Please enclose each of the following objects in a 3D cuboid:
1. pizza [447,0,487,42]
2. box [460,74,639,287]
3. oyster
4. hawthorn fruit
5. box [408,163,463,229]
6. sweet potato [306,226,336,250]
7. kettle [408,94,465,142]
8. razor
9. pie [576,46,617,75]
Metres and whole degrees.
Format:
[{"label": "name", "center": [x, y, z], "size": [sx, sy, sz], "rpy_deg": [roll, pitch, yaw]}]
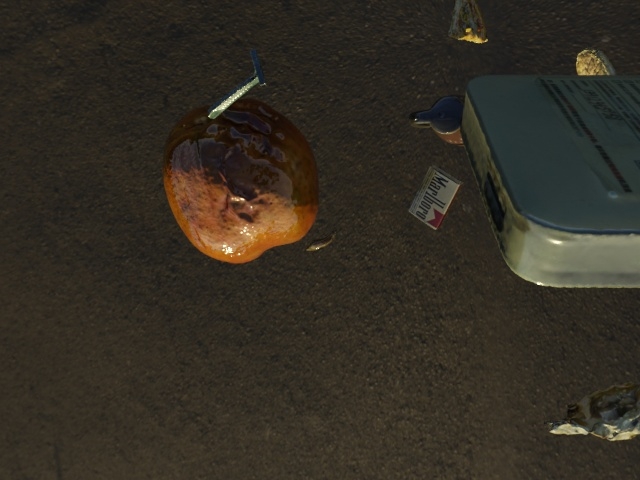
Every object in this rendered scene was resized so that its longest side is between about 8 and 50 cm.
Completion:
[{"label": "pizza", "center": [0.431, -0.667, 1.591], "size": [0.036, 0.176, 0.184], "rpy_deg": [-3, 117, 51]}, {"label": "box", "center": [0.409, -0.101, 0.698], "size": [0.397, 0.396, 0.111], "rpy_deg": [1, 131, 3]}, {"label": "oyster", "center": [0.754, 0.433, 1.333], "size": [0.355, 0.201, 0.107], "rpy_deg": [-33, 78, 28]}, {"label": "hawthorn fruit", "center": [-0.227, -0.176, 1.513], "size": [0.472, 0.472, 0.471], "rpy_deg": [5, 111, 13]}, {"label": "box", "center": [0.359, -0.136, 1.661], "size": [0.115, 0.036, 0.177], "rpy_deg": [38, 130, 23]}, {"label": "sweet potato", "center": [0.003, 0.005, 1.911], "size": [0.153, 0.038, 0.041], "rpy_deg": [-33, 73, 31]}, {"label": "kettle", "center": [0.369, -0.355, 1.534], "size": [0.202, 0.232, 0.144], "rpy_deg": [8, 98, 27]}, {"label": "razor", "center": [-0.153, -0.271, 0.972], "size": [0.190, 0.033, 0.066], "rpy_deg": [-24, 82, 47]}, {"label": "pie", "center": [0.725, -0.403, 1.377], "size": [0.052, 0.185, 0.218], "rpy_deg": [-18, 75, 17]}]
